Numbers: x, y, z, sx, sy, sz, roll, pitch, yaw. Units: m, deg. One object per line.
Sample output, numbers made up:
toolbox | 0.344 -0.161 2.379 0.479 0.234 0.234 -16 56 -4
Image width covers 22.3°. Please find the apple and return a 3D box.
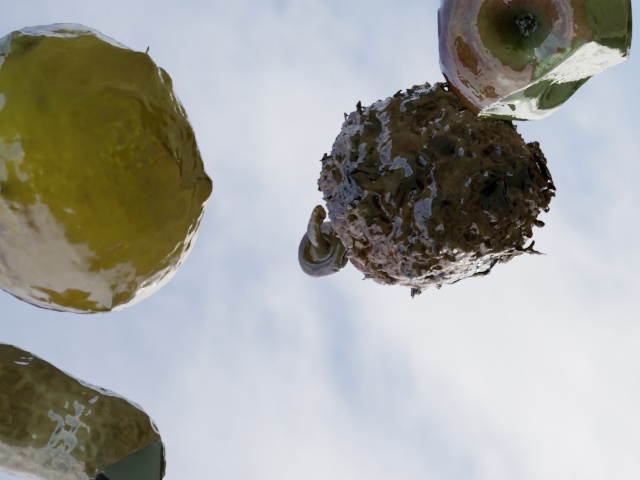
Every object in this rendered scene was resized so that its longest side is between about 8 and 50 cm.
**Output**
apple | 0.190 -0.204 1.459 0.174 0.207 0.188 45 -168 21

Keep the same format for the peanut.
peanut | -0.315 0.221 1.919 0.159 0.291 0.143 69 -137 -77

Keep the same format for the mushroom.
mushroom | 0.010 -0.002 2.454 0.073 0.129 0.088 -16 -135 -23

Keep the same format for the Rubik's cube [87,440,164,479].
Rubik's cube | -0.269 0.375 1.649 0.284 0.234 0.250 -30 -88 -36

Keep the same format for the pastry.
pastry | 0.126 -0.052 1.805 0.193 0.275 0.274 78 -172 -49

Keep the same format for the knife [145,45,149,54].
knife | -0.302 -0.138 2.340 0.019 0.044 0.313 19 -102 -1

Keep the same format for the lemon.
lemon | -0.218 -0.058 1.425 0.233 0.234 0.288 -71 -32 -54
